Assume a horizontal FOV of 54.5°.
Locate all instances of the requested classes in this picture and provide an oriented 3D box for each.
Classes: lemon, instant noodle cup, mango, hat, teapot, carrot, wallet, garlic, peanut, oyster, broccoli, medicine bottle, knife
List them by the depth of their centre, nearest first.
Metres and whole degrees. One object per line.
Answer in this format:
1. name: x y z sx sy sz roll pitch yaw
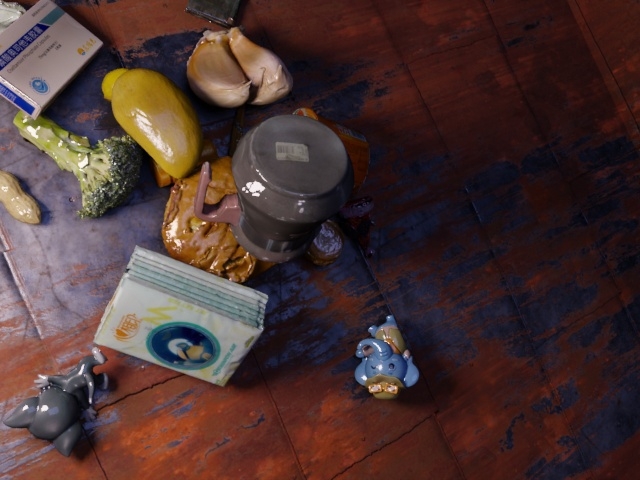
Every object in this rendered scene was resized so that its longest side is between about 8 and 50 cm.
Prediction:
1. teapot: -0.126 -0.117 1.590 0.376 0.361 0.305 3 58 -14
2. peanut: -0.820 -0.113 1.671 0.082 0.082 0.187 -41 96 -25
3. oyster: -0.952 -0.608 1.718 0.199 0.087 0.252 46 71 -16
4. mango: -0.439 -0.338 1.721 0.195 0.142 0.331 -43 90 -15
5. broccoli: -0.658 -0.257 1.729 0.252 0.221 0.361 -38 92 6
6. lemon: -0.579 -0.453 1.834 0.133 0.109 0.109 -27 90 -19
7. medicine bottle: -0.409 -0.235 1.868 0.192 0.096 0.096 -24 89 -26
8. knife: -0.576 -0.378 1.870 0.230 0.028 0.060 -27 102 -24
9. garlic: -0.246 -0.519 1.924 0.286 0.249 0.313 -9 54 -49
10. instant noodle cup: 0.011 -0.255 1.964 0.214 0.296 0.296 10 75 -29
11. carrot: -0.263 -0.357 1.991 0.049 0.049 0.254 11 70 -21
12. wallet: -0.329 -0.862 2.066 0.169 0.044 0.317 19 71 -17
13. hat: 0.127 -0.046 2.068 0.140 0.129 0.227 -12 103 15

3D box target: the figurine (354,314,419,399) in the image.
1. figurine: 0.201 0.378 1.987 0.180 0.154 0.262 -4 63 -15

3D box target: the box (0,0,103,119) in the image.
1. box: -0.771 -0.508 1.711 0.200 0.065 0.343 39 46 -21

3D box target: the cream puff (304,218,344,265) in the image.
1. cream puff: 0.000 0.000 1.983 0.150 0.115 0.165 -8 91 -18

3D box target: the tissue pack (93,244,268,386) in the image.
1. tissue pack: -0.373 0.213 1.680 0.388 0.287 0.162 23 34 -17

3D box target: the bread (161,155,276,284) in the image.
1. bread: -0.282 -0.050 1.820 0.398 0.215 0.398 4 78 -22

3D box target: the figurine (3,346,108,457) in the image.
1. figurine: -0.640 0.412 1.608 0.265 0.140 0.193 -40 115 -2
